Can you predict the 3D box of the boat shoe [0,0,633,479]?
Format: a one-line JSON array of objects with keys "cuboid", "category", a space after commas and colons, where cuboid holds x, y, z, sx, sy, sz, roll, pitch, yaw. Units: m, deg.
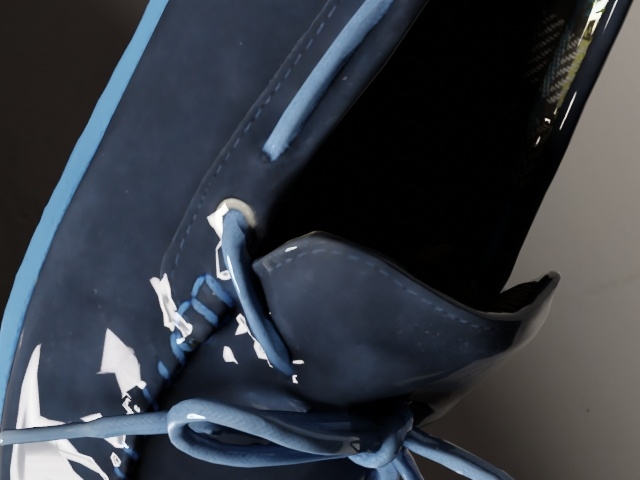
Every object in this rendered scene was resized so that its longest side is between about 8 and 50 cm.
[{"cuboid": [0.000, 0.000, 0.337, 0.089, 0.109, 0.258, 31, 113, 41], "category": "boat shoe"}]
